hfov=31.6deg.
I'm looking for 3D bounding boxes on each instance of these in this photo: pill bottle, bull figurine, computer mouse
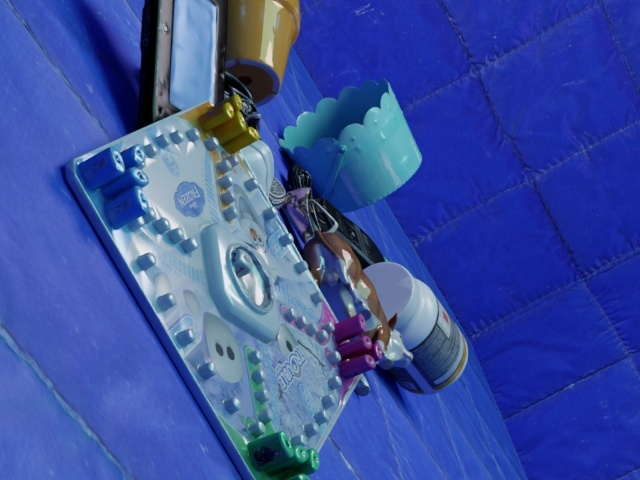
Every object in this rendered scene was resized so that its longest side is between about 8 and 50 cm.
[{"bbox_3d":[0.160,0.163,2.097,0.278,0.162,0.162,52,12,-49],"label":"pill bottle"},{"bbox_3d":[0.059,0.126,1.815,0.310,0.101,0.188,57,11,-29],"label":"bull figurine"},{"bbox_3d":[0.020,-0.013,2.191,0.272,0.072,0.188,42,19,-29],"label":"computer mouse"}]

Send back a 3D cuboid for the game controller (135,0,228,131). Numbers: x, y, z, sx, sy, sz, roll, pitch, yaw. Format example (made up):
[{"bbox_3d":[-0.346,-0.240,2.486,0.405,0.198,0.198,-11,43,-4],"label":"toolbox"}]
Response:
[{"bbox_3d":[-0.168,-0.231,1.400,0.166,0.067,0.319,45,43,-67],"label":"game controller"}]

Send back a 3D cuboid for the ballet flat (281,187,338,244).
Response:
[{"bbox_3d":[0.000,0.000,1.956,0.221,0.079,0.077,65,8,23],"label":"ballet flat"}]

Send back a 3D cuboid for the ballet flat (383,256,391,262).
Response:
[{"bbox_3d":[0.124,0.083,2.444,0.247,0.083,0.087,19,57,-75],"label":"ballet flat"}]

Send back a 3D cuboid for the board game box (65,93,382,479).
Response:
[{"bbox_3d":[-0.074,0.040,1.213,0.390,0.050,0.390,60,20,-7],"label":"board game box"}]

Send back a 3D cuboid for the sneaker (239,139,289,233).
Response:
[{"bbox_3d":[-0.096,-0.019,1.451,0.094,0.080,0.212,-48,133,-53],"label":"sneaker"}]

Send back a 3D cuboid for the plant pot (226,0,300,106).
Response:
[{"bbox_3d":[-0.134,-0.337,1.944,0.205,0.205,0.187,51,29,-51],"label":"plant pot"}]

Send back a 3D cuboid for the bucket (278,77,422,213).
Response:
[{"bbox_3d":[0.068,-0.196,2.391,0.183,0.281,0.281,60,8,-20],"label":"bucket"}]

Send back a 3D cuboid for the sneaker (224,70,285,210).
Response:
[{"bbox_3d":[-0.124,-0.147,1.584,0.299,0.112,0.121,55,10,-40],"label":"sneaker"}]
